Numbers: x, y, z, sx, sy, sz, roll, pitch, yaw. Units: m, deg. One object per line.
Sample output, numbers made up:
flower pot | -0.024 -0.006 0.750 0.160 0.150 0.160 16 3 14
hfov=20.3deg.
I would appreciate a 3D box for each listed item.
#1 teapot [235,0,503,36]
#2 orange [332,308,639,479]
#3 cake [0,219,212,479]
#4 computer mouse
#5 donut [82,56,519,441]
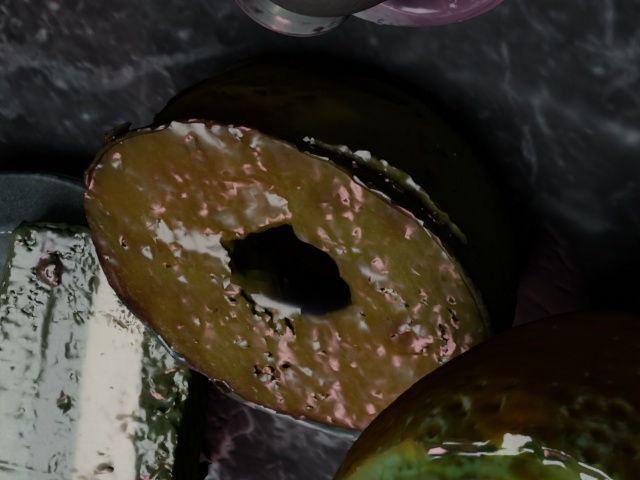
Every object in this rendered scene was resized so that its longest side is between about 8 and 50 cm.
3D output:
teapot | 0.017 -0.164 0.897 0.146 0.148 0.116 136 124 -64
orange | 0.159 0.149 0.947 0.334 0.196 0.262 17 144 -28
cake | -0.163 0.135 1.227 0.158 0.172 0.283 13 144 3
computer mouse | -0.188 -0.006 1.247 0.229 0.068 0.113 2 145 21
donut | 0.000 0.000 1.061 0.272 0.107 0.272 22 142 19
